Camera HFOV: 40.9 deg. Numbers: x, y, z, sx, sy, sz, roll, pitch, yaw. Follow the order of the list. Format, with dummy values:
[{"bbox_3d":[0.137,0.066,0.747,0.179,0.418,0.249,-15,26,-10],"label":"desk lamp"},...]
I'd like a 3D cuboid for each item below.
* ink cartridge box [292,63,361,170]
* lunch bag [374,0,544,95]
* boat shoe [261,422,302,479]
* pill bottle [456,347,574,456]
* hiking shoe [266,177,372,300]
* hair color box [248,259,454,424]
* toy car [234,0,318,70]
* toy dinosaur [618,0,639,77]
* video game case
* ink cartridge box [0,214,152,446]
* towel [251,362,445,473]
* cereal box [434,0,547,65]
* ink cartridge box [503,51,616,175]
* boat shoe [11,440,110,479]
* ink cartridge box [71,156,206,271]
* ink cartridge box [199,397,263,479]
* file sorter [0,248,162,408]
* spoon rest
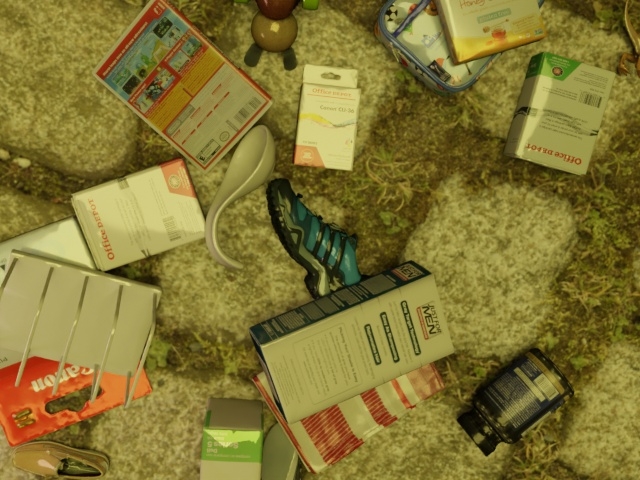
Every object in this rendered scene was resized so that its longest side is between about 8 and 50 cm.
[{"bbox_3d":[0.013,-0.238,1.651,0.116,0.067,0.198,5,95,-5],"label":"ink cartridge box"},{"bbox_3d":[0.255,-0.438,1.631,0.243,0.115,0.303,43,90,-6],"label":"lunch bag"},{"bbox_3d":[-0.068,0.479,1.714,0.080,0.076,0.228,-9,72,26],"label":"boat shoe"},{"bbox_3d":[0.385,0.327,1.714,0.219,0.123,0.122,-39,98,0],"label":"pill bottle"},{"bbox_3d":[0.000,0.000,1.665,0.132,0.113,0.304,-31,107,-9],"label":"hiking shoe"},{"bbox_3d":[0.060,0.187,1.608,0.347,0.105,0.173,-21,110,-11],"label":"hair color box"},{"bbox_3d":[-0.085,-0.413,1.616,0.155,0.149,0.188,5,124,-2],"label":"toy car"},{"bbox_3d":[0.636,-0.382,1.703,0.211,0.064,0.112,41,73,-17],"label":"toy dinosaur"},{"bbox_3d":[-0.256,-0.286,1.599,0.285,0.025,0.204,42,113,-12],"label":"video game case"},{"bbox_3d":[-0.536,0.181,1.637,0.308,0.091,0.384,-21,96,-2],"label":"ink cartridge box"},{"bbox_3d":[0.062,0.278,1.694,0.329,0.037,0.237,-32,97,-13],"label":"towel"},{"bbox_3d":[0.292,-0.456,1.553,0.173,0.047,0.240,-18,92,-2],"label":"cereal box"},{"bbox_3d":[0.464,-0.244,1.680,0.153,0.087,0.208,16,93,-7],"label":"ink cartridge box"},{"bbox_3d":[-0.511,0.434,1.673,0.190,0.072,0.068,4,96,-5],"label":"boat shoe"},{"bbox_3d":[-0.338,-0.051,1.625,0.218,0.092,0.158,-19,101,-4],"label":"ink cartridge box"},{"bbox_3d":[-0.173,0.461,1.641,0.115,0.198,0.272,4,95,-5],"label":"ink cartridge box"},{"bbox_3d":[-0.444,0.167,1.530,0.278,0.173,0.192,16,108,-16],"label":"file sorter"},{"bbox_3d":[-0.153,-0.089,1.604,0.084,0.137,0.276,19,79,-31],"label":"spoon rest"}]
